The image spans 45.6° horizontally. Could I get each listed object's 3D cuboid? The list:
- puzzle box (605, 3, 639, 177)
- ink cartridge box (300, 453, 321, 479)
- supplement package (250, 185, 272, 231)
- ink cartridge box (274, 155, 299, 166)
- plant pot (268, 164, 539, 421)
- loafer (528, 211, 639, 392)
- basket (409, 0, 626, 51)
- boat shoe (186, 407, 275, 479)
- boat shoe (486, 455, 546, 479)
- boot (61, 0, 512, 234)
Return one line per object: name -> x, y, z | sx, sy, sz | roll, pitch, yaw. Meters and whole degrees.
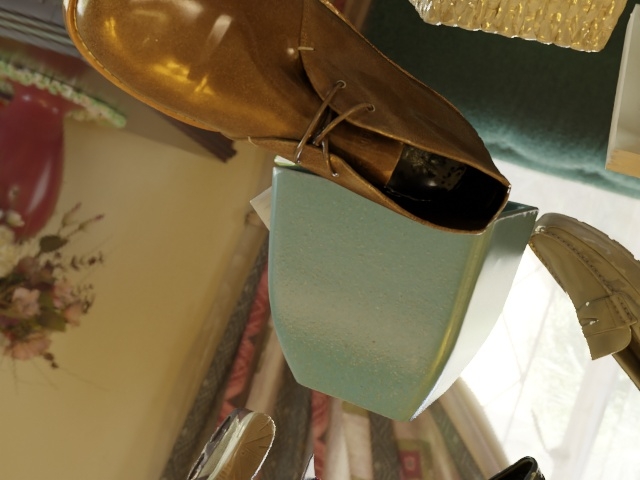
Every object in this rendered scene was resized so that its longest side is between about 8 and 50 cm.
puzzle box -> 0.648, -0.242, 1.304 | 0.272, 0.409, 0.052 | 17, 144, 10
ink cartridge box -> -0.027, 0.583, 1.253 | 0.071, 0.324, 0.330 | 11, 132, 12
supplement package -> 0.000, 0.000, 1.410 | 0.244, 0.134, 0.139 | 55, 179, 11
ink cartridge box -> 0.068, -0.182, 1.690 | 0.273, 0.198, 0.115 | 34, 172, -28
plant pot -> 0.084, 0.059, 0.887 | 0.248, 0.252, 0.247 | 15, -169, 25
loafer -> 0.366, 0.099, 0.926 | 0.319, 0.111, 0.112 | 47, 166, 15
basket -> 0.303, -0.491, 1.139 | 0.328, 0.331, 0.266 | 6, -140, -11
boat shoe -> -0.188, 0.425, 1.346 | 0.092, 0.285, 0.103 | 10, 152, 49
boat shoe -> 0.269, 0.449, 1.264 | 0.079, 0.254, 0.095 | 68, 167, -18
boot -> -0.002, -0.087, 0.465 | 0.305, 0.112, 0.115 | 20, -160, -30
